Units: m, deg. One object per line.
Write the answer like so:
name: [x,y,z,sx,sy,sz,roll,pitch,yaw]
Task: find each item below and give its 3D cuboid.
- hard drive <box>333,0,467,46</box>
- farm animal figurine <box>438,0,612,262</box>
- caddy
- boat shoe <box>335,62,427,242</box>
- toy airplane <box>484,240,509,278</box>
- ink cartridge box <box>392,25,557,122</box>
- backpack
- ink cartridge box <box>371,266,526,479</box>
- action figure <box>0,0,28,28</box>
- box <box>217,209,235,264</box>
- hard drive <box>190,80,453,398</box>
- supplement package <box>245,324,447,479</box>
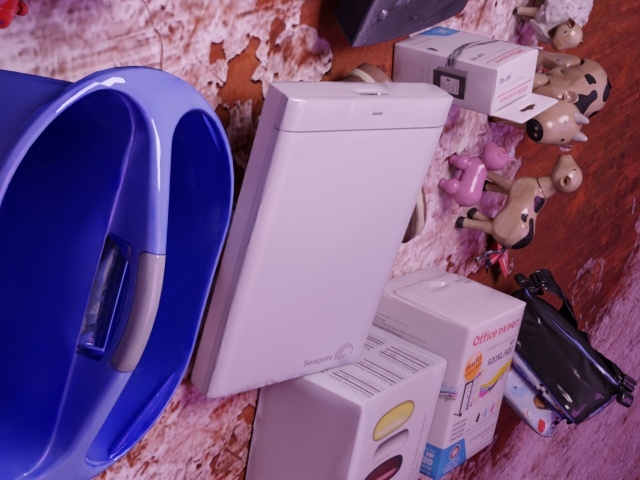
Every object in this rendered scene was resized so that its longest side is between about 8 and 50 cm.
hard drive: [0.118,-0.309,1.034,0.255,0.054,0.172,-30,155,-49]
farm animal figurine: [0.323,-0.167,1.360,0.327,0.172,0.330,-47,142,-30]
caddy: [-0.190,0.027,0.723,0.241,0.179,0.341,3,107,-55]
boat shoe: [0.052,-0.084,1.109,0.095,0.095,0.257,-37,133,-18]
toy airplane: [0.312,-0.009,1.575,0.151,0.028,0.151,-35,137,-41]
ink cartridge box: [0.190,-0.204,1.137,0.104,0.180,0.060,-31,133,-44]
backpack: [0.404,0.219,1.647,0.213,0.276,0.263,-40,158,14]
ink cartridge box: [0.161,0.179,1.336,0.171,0.168,0.232,-14,120,-51]
action figure: [-0.249,-0.171,0.657,0.115,0.030,0.038,-3,117,-60]
box: [-0.132,-0.021,0.921,0.081,0.028,0.136,-57,144,-16]
hard drive: [0.000,0.000,1.018,0.233,0.047,0.353,-8,127,-41]
supplement package: [0.034,0.236,1.204,0.203,0.149,0.194,-16,122,-52]
